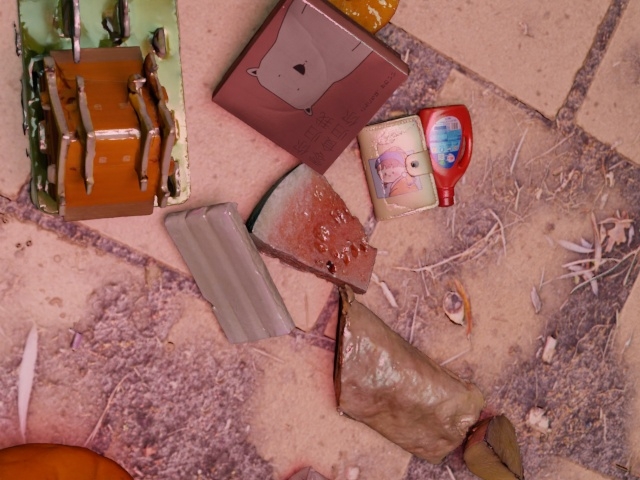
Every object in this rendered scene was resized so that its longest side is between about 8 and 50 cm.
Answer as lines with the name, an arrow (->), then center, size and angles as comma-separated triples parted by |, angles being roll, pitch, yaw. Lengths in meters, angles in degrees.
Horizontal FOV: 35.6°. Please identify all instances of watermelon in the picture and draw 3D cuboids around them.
watermelon -> 0.000, 0.000, 1.567 | 0.241, 0.094, 0.154 | 40, 73, -19

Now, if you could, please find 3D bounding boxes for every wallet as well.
wallet -> 0.124, -0.116, 1.594 | 0.110, 0.039, 0.155 | -13, 101, 7

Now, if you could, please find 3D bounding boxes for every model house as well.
model house -> -0.266, -0.205, 1.328 | 0.242, 0.313, 0.358 | -4, 96, -21

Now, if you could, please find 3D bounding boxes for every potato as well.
potato -> 0.273, 0.344, 1.685 | 0.172, 0.089, 0.101 | 44, 39, -42

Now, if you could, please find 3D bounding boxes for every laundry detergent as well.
laundry detergent -> 0.206, -0.138, 1.634 | 0.097, 0.049, 0.165 | -8, 101, -16

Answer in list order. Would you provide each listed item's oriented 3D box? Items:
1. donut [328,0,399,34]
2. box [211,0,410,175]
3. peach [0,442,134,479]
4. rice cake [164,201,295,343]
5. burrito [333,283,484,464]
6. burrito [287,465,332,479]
donut -> 0.030, -0.388, 1.533 | 0.190, 0.074, 0.174 | -46, 106, -13
box -> -0.014, -0.241, 1.478 | 0.215, 0.086, 0.215 | 33, 118, -18
peach -> -0.395, 0.452, 1.358 | 0.343, 0.343, 0.301 | 32, 129, -19
rice cake -> -0.137, 0.051, 1.500 | 0.127, 0.043, 0.237 | -13, 113, 27
burrito -> 0.113, 0.236, 1.607 | 0.348, 0.107, 0.175 | 39, 89, -22
burrito -> 0.091, 0.549, 1.639 | 0.445, 0.101, 0.139 | 45, 68, -18
